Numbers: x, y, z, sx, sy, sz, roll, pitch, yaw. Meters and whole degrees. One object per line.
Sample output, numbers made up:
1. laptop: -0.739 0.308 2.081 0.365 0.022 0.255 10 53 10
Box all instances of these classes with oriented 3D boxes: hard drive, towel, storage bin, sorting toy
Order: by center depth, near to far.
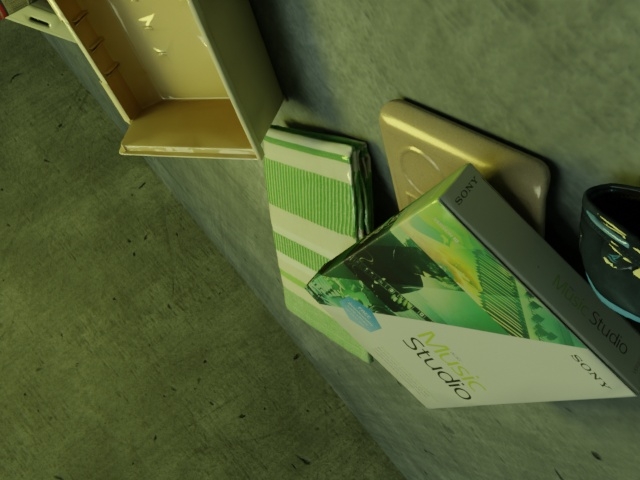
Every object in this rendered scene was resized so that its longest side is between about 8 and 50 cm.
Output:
1. sorting toy: 0.146 -0.029 0.557 0.193 0.038 0.208 38 155 40
2. storage bin: -0.208 -0.243 0.695 0.261 0.123 0.262 5 143 23
3. towel: 0.000 0.000 0.807 0.248 0.038 0.324 24 129 50
4. hard drive: -0.652 -0.554 1.229 0.233 0.047 0.353 9 -148 -41

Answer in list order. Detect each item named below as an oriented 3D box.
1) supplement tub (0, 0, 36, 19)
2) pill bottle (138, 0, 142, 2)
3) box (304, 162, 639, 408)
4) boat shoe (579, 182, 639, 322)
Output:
1. supplement tub: -0.412 -0.440 0.749 0.191 0.272 0.191 46 163 18
2. pill bottle: -0.230 -0.348 0.774 0.094 0.094 0.169 49 164 8
3. box: 0.131 0.077 0.580 0.232 0.058 0.322 44 151 -3
4. boat shoe: 0.235 0.022 0.284 0.258 0.109 0.089 16 138 61
